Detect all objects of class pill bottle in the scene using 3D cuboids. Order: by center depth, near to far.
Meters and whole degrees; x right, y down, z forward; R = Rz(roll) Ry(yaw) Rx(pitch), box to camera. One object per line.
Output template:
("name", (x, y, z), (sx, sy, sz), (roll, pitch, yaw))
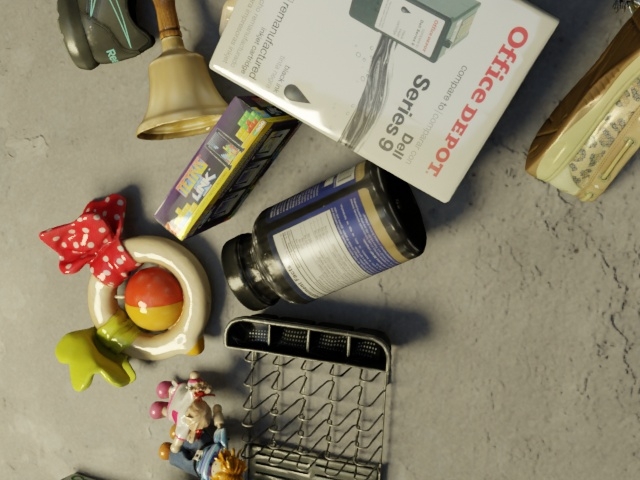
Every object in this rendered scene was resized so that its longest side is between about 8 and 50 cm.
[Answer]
("pill bottle", (0.000, 0.000, 0.825), (0.219, 0.123, 0.123), (-24, 93, 21))

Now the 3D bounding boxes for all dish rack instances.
("dish rack", (-0.014, 0.226, 0.902), (0.208, 0.074, 0.272), (7, 103, 17))

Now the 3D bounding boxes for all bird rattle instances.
("bird rattle", (-0.244, 0.066, 0.942), (0.206, 0.143, 0.254), (1, 88, 6))

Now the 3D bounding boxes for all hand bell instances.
("hand bell", (-0.176, -0.250, 0.842), (0.126, 0.126, 0.242), (-10, 92, 19))

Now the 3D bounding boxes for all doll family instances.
("doll family", (-0.163, 0.304, 0.915), (0.163, 0.118, 0.263), (3, 72, 57))

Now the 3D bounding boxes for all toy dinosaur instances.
("toy dinosaur", (0.340, -0.231, 0.716), (0.082, 0.047, 0.090), (8, 93, -3))

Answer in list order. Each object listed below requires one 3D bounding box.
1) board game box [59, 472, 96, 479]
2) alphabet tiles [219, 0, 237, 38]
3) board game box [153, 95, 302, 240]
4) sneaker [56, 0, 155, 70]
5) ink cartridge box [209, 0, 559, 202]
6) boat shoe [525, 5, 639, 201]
("board game box", (-0.252, 0.470, 1.013), (0.305, 0.053, 0.193), (11, 95, 19))
("alphabet tiles", (-0.029, -0.353, 0.817), (0.277, 0.021, 0.284), (17, 105, 14))
("board game box", (-0.102, -0.088, 0.830), (0.048, 0.141, 0.170), (41, 109, 6))
("sneaker", (-0.272, -0.347, 0.870), (0.106, 0.101, 0.268), (-9, 102, 1))
("ink cartridge box", (0.066, -0.206, 0.744), (0.289, 0.121, 0.211), (30, 112, 3))
("boat shoe", (0.312, -0.150, 0.684), (0.089, 0.105, 0.285), (31, 138, -3))
